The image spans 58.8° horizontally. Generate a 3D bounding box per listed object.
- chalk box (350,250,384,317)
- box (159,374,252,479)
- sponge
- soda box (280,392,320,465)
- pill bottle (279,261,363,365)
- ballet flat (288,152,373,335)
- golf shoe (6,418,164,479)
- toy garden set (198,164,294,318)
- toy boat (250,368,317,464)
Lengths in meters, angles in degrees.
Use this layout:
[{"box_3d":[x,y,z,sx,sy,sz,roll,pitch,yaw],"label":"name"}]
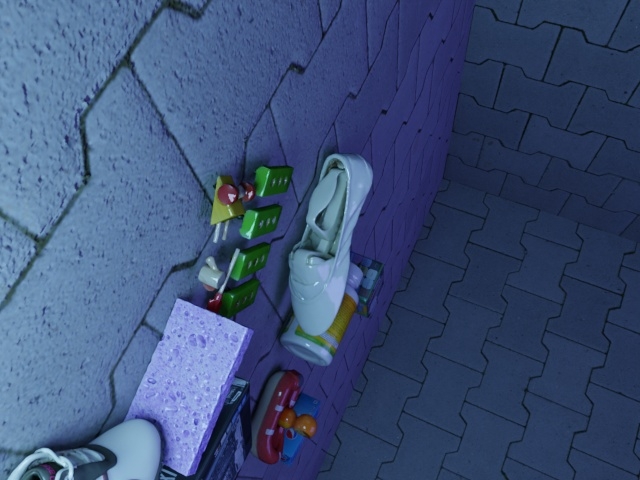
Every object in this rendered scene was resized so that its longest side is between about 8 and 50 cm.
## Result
[{"box_3d":[0.103,0.120,1.672,0.132,0.132,0.213,-63,163,-19],"label":"chalk box"},{"box_3d":[-0.204,0.388,0.867,0.243,0.076,0.307,96,16,-46],"label":"box"},{"box_3d":[-0.184,0.197,0.775,0.210,0.117,0.031,-68,163,-6],"label":"sponge"},{"box_3d":[-0.075,0.588,1.777,0.067,0.071,0.210,97,20,-44],"label":"soda box"},{"box_3d":[0.012,0.169,1.394,0.136,0.136,0.246,82,32,-61],"label":"pill bottle"},{"box_3d":[0.000,0.000,1.197,0.139,0.139,0.401,22,85,-75],"label":"ballet flat"},{"box_3d":[-0.266,0.272,0.624,0.273,0.105,0.120,-44,144,-60],"label":"golf shoe"},{"box_3d":[-0.129,0.002,0.855,0.204,0.049,0.244,-27,137,-71],"label":"toy garden set"},{"box_3d":[-0.080,0.446,1.412,0.151,0.151,0.231,31,80,-75],"label":"toy boat"}]
